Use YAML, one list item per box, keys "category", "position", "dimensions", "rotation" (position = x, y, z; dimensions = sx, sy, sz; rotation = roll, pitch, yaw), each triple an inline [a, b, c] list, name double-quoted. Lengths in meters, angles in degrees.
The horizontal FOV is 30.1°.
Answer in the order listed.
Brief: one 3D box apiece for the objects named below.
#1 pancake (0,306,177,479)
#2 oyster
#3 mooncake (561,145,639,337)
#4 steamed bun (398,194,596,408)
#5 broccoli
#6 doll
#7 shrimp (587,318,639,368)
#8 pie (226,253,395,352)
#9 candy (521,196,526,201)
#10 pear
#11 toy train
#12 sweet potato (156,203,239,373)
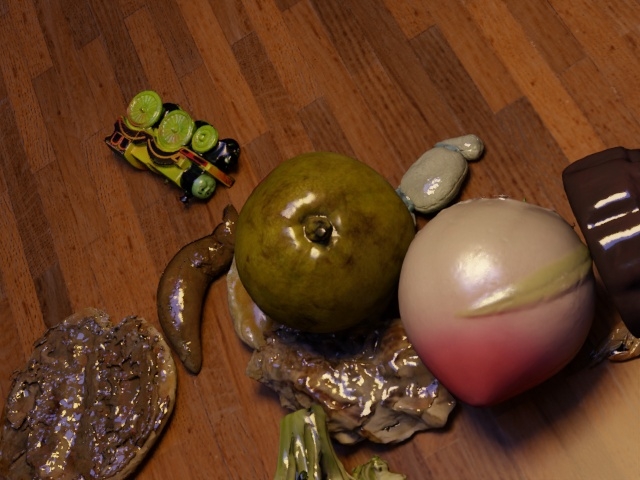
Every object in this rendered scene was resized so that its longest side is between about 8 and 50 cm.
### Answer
- category: "pancake"
  position: [-0.418, 0.289, 2.136]
  dimensions: [0.382, 0.071, 0.382]
  rotation: [-13, 58, 21]
- category: "oyster"
  position: [0.033, 0.225, 1.890]
  dimensions: [0.355, 0.107, 0.201]
  rotation: [-3, 87, 27]
- category: "mooncake"
  position: [0.461, -0.002, 1.718]
  dimensions: [0.141, 0.283, 0.283]
  rotation: [-26, 55, 17]
- category: "steamed bun"
  position: [0.255, 0.111, 1.748]
  dimensions: [0.309, 0.309, 0.309]
  rotation: [-12, 59, 21]
- category: "broccoli"
  position: [0.003, 0.366, 1.774]
  dimensions: [0.263, 0.247, 0.243]
  rotation: [-11, 65, 0]
- category: "doll"
  position: [0.193, -0.104, 2.036]
  dimensions: [0.103, 0.071, 0.214]
  rotation: [32, 78, 35]
- category: "shrimp"
  position: [0.451, 0.161, 1.792]
  dimensions: [0.108, 0.023, 0.059]
  rotation: [-47, 62, -2]
- category: "pie"
  position: [-0.010, 0.070, 2.043]
  dimensions: [0.338, 0.075, 0.337]
  rotation: [-12, 60, 21]
- category: "candy"
  position: [0.268, -0.001, 1.967]
  dimensions: [0.178, 0.032, 0.102]
  rotation: [-21, 53, 18]
- category: "pear"
  position: [0.000, 0.000, 1.827]
  dimensions: [0.287, 0.375, 0.287]
  rotation: [0, 86, 1]
- category: "toy train"
  position: [-0.282, -0.179, 2.306]
  dimensions: [0.296, 0.100, 0.160]
  rotation: [31, 88, 35]
- category: "sweet potato"
  position: [-0.226, 0.076, 2.140]
  dimensions: [0.124, 0.098, 0.310]
  rotation: [13, 74, 24]
